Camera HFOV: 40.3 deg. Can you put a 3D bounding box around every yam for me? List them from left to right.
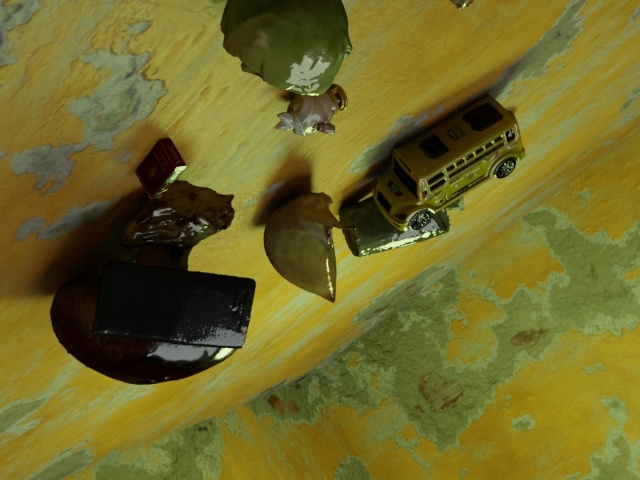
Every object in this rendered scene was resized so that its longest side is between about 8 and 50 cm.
[{"bbox_3d":[0.172,-0.051,2.012,0.254,0.154,0.154,-16,166,3],"label":"yam"}]

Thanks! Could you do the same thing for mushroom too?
[{"bbox_3d":[-0.303,0.085,1.506,0.331,0.356,0.334,-20,-166,-18],"label":"mushroom"}]

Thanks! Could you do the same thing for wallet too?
[{"bbox_3d":[-0.226,0.105,1.366,0.244,0.124,0.025,9,-168,-21],"label":"wallet"}]

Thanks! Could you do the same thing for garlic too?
[{"bbox_3d":[-0.009,-0.015,1.773,0.151,0.196,0.338,-40,162,-25],"label":"garlic"}]

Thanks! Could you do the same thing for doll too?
[{"bbox_3d":[-0.011,-0.194,1.364,0.127,0.084,0.073,-32,166,-29],"label":"doll"}]

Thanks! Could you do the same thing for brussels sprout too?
[{"bbox_3d":[-0.032,-0.254,1.023,0.151,0.149,0.122,-38,159,-51],"label":"brussels sprout"}]

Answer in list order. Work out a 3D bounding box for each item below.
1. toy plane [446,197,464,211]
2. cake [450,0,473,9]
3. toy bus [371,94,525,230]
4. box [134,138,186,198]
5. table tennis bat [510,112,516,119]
[{"bbox_3d":[0.216,-0.070,2.146,0.286,0.092,0.108,-9,-161,1],"label":"toy plane"},{"bbox_3d":[0.241,-0.419,1.221,0.225,0.090,0.109,-44,174,-39],"label":"cake"},{"bbox_3d":[0.266,-0.168,1.881,0.331,0.145,0.151,-31,142,-6],"label":"toy bus"},{"bbox_3d":[-0.235,-0.104,1.277,0.023,0.051,0.082,-13,156,-48],"label":"box"},{"bbox_3d":[0.383,-0.248,2.081,0.237,0.038,0.149,-21,164,-49],"label":"table tennis bat"}]
